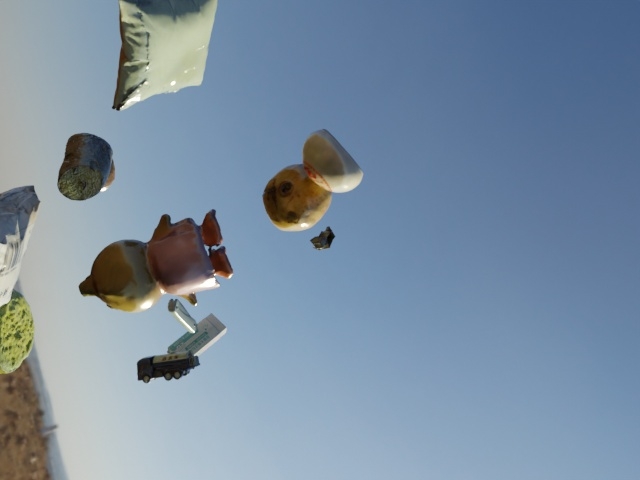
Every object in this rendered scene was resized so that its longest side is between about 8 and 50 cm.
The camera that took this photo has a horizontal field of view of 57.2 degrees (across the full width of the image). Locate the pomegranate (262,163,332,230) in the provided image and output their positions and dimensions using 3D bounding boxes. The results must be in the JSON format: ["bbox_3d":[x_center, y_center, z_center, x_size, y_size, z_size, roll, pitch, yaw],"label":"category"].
[{"bbox_3d":[-0.084,-0.153,2.142,0.260,0.260,0.260,35,-48,52],"label":"pomegranate"}]

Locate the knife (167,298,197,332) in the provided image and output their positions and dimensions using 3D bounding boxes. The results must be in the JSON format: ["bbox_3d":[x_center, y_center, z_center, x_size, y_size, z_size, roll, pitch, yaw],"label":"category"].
[{"bbox_3d":[-0.353,0.191,1.508,0.162,0.023,0.044,73,19,-59],"label":"knife"}]

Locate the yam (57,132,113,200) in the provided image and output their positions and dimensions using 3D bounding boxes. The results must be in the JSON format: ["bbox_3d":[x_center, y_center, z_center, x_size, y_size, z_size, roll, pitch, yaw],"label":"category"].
[{"bbox_3d":[-0.748,-0.243,1.880,0.254,0.154,0.154,-107,-160,-52],"label":"yam"}]

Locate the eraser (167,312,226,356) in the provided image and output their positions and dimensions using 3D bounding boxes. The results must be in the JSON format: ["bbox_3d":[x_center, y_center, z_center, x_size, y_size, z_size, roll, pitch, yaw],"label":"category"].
[{"bbox_3d":[-0.482,0.389,2.299,0.095,0.225,0.052,40,-35,16],"label":"eraser"}]

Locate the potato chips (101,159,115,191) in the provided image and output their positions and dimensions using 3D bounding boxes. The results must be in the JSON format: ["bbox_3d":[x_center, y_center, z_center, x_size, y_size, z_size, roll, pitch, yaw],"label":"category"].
[{"bbox_3d":[-0.814,-0.266,2.089,0.049,0.150,0.201,-132,-144,-64],"label":"potato chips"}]

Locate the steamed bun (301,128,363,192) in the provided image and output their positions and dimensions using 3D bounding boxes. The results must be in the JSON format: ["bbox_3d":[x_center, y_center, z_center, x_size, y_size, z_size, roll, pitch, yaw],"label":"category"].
[{"bbox_3d":[0.025,-0.250,1.946,0.232,0.145,0.232,49,3,-4],"label":"steamed bun"}]

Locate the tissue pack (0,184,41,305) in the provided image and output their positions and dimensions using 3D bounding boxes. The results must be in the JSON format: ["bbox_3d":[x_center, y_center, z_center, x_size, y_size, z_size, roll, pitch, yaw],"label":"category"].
[{"bbox_3d":[-0.925,0.048,1.635,0.375,0.195,0.390,-91,-157,-77],"label":"tissue pack"}]

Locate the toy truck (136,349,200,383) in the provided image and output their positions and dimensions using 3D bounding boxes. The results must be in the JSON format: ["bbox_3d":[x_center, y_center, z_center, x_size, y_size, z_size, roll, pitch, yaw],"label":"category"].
[{"bbox_3d":[-0.493,0.405,1.896,0.074,0.202,0.088,-1,81,-80],"label":"toy truck"}]

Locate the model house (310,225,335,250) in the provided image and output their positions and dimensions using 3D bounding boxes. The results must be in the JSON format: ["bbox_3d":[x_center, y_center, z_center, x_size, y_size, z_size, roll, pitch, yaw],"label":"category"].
[{"bbox_3d":[0.000,0.000,1.806,0.058,0.083,0.057,-7,-50,35],"label":"model house"}]

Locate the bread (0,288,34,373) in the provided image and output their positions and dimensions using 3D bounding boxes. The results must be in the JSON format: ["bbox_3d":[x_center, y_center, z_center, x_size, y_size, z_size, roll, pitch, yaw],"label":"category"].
[{"bbox_3d":[-1.196,0.307,2.046,0.348,0.308,0.348,3,90,-86],"label":"bread"}]

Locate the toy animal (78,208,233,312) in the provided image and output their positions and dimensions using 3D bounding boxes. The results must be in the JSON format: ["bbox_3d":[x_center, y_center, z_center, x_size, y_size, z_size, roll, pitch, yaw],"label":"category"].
[{"bbox_3d":[-0.316,0.055,1.130,0.169,0.281,0.195,-128,-156,-72],"label":"toy animal"}]

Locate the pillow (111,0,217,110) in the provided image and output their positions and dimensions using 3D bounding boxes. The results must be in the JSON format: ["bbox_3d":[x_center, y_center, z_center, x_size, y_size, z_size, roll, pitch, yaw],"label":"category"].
[{"bbox_3d":[-0.391,-0.496,1.486,0.119,0.310,0.312,41,-45,18],"label":"pillow"}]
